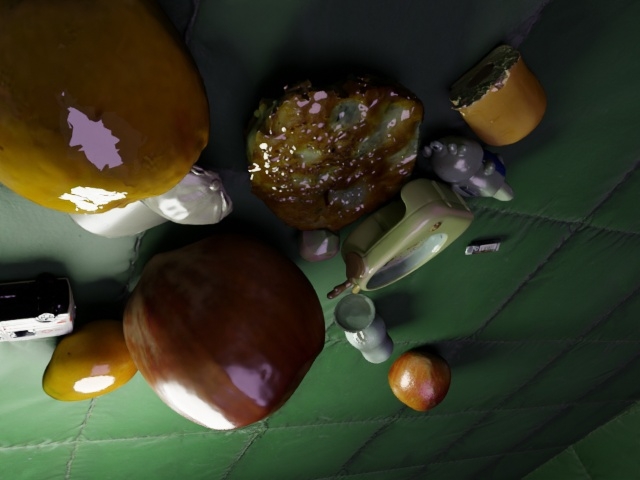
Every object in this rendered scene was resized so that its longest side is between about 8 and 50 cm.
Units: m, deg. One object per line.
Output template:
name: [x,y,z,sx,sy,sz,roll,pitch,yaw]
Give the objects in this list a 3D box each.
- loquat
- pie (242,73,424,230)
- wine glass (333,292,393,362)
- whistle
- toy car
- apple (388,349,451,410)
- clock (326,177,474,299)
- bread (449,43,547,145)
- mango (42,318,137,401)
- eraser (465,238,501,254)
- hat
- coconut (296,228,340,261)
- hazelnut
loquat: [-0.267,-0.171,0.607,0.276,0.276,0.283,-14,133,-8]
pie: [0.020,-0.139,0.880,0.289,0.102,0.354,-16,147,-5]
wine glass: [0.115,0.224,1.326,0.103,0.103,0.231,-25,142,6]
whistle: [0.284,-0.133,1.001,0.245,0.092,0.110,23,168,-35]
toy car: [-0.551,0.130,0.958,0.210,0.089,0.108,-5,146,-22]
apple: [0.300,0.407,1.588,0.195,0.160,0.173,21,104,-46]
clock: [0.140,0.010,1.055,0.308,0.096,0.235,-42,159,24]
bread: [0.307,-0.232,0.907,0.134,0.085,0.173,-41,135,24]
mango: [-0.452,0.244,1.082,0.176,0.139,0.254,-3,157,-41]
eraser: [0.384,0.014,1.267,0.100,0.019,0.027,-6,124,-16]
hat: [-0.267,-0.057,0.837,0.245,0.149,0.214,-40,137,6]
coconut: [0.000,0.000,1.049,0.083,0.082,0.081,42,147,-3]
hazelnut: [-0.174,0.170,0.999,0.366,0.365,0.365,-12,139,-10]
